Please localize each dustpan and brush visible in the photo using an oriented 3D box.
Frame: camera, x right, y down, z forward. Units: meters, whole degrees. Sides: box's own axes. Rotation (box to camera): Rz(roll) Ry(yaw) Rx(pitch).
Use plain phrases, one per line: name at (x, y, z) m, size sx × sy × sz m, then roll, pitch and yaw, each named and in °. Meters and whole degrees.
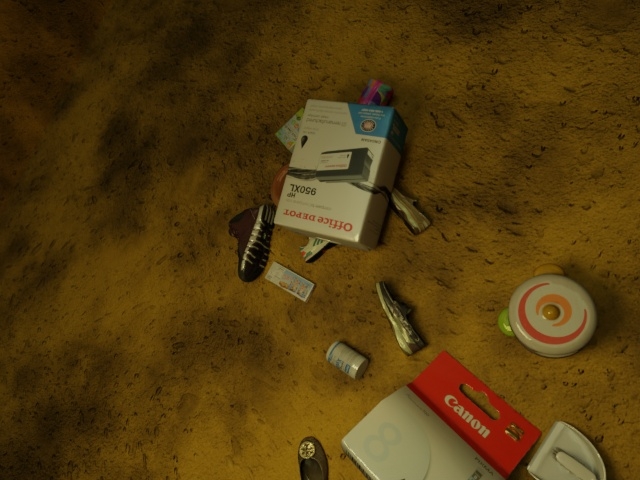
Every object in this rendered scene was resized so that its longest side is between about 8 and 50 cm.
dustpan and brush at (0.594, 0.523, 1.036) m, size 0.211 × 0.060 × 0.147 m, roll 33°, pitch 81°, yaw 26°

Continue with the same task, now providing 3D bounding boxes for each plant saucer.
plant saucer at (-0.090, -0.195, 1.629) m, size 0.200 × 0.037 × 0.200 m, roll -8°, pitch 69°, yaw 22°

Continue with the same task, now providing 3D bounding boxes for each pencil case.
pencil case at (0.149, -0.421, 1.556) m, size 0.104 × 0.104 × 0.236 m, roll 27°, pitch 85°, yaw 30°

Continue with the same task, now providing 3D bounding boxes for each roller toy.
roller toy at (0.556, 0.180, 1.126) m, size 0.209 × 0.146 × 0.191 m, roll -49°, pitch 60°, yaw 3°

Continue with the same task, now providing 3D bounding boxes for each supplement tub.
supplement tub at (0.076, 0.343, 1.345) m, size 0.107 × 0.071 × 0.071 m, roll 27°, pitch 86°, yaw 31°

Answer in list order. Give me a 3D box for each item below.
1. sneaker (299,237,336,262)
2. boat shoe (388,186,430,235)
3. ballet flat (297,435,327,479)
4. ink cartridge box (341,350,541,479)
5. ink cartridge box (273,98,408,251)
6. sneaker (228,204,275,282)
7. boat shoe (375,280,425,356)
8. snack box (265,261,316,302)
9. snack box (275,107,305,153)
sneaker at (0.000, 0.000, 1.506) m, size 0.161 × 0.057 × 0.075 m, roll -39°, pitch 66°, yaw 12°
boat shoe at (0.262, -0.104, 1.420) m, size 0.072 × 0.068 × 0.190 m, roll -33°, pitch 70°, yaw -3°
ballet flat at (-0.022, 0.674, 1.285) m, size 0.084 × 0.058 × 0.250 m, roll -14°, pitch 67°, yaw 20°
ink cartridge box at (0.290, 0.465, 1.099) m, size 0.385 × 0.091 × 0.308 m, roll -37°, pitch 57°, yaw -21°
ink cartridge box at (0.062, -0.193, 1.392) m, size 0.285 × 0.166 × 0.395 m, roll 13°, pitch 86°, yaw 25°
sneaker at (-0.261, 0.010, 1.613) m, size 0.162 × 0.106 × 0.281 m, roll 0°, pitch 63°, yaw 31°
boat shoe at (0.225, 0.210, 1.319) m, size 0.073 × 0.080 × 0.224 m, roll -26°, pitch 69°, yaw 9°
snack box at (-0.100, 0.134, 1.528) m, size 0.178 × 0.022 × 0.064 m, roll 27°, pitch 85°, yaw 30°
snack box at (-0.083, -0.399, 1.693) m, size 0.141 × 0.037 × 0.100 m, roll -42°, pitch 59°, yaw 7°
